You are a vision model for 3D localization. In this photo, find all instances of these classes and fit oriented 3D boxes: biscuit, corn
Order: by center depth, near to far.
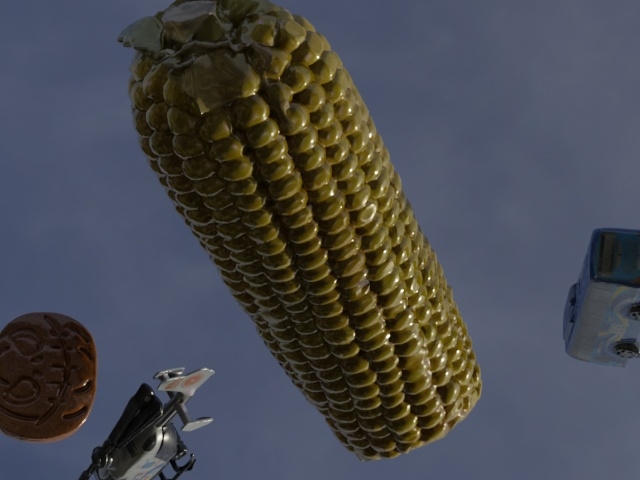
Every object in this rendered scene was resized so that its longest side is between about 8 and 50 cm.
[{"bbox_3d":[-0.181,0.085,1.132,0.078,0.091,0.015,3,-33,-11],"label":"biscuit"},{"bbox_3d":[0.000,0.000,1.174,0.144,0.144,0.387,-15,-54,24],"label":"corn"}]

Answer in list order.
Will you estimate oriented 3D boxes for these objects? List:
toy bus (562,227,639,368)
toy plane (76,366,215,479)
[{"bbox_3d":[0.206,0.041,1.252,0.061,0.153,0.051,9,-115,4],"label":"toy bus"},{"bbox_3d":[-0.132,0.151,1.352,0.197,0.078,0.053,-48,-117,39],"label":"toy plane"}]
